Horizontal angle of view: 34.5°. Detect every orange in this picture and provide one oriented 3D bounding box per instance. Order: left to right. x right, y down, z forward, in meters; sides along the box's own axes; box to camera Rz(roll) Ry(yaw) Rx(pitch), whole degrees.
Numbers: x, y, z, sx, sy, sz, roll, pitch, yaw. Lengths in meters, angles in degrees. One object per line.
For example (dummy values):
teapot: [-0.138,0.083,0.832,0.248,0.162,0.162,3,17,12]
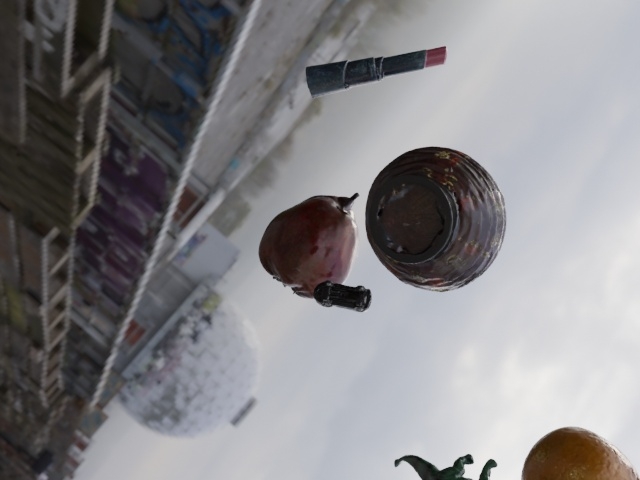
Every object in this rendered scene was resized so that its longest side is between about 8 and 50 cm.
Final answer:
orange: [0.455,0.434,1.809,0.193,0.219,0.219,-34,-179,1]

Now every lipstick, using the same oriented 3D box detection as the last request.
lipstick: [0.094,-0.286,1.700,0.234,0.053,0.053,-11,-171,11]

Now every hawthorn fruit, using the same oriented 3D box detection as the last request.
hawthorn fruit: [0.000,0.000,2.126,0.248,0.208,0.208,-49,-179,-1]

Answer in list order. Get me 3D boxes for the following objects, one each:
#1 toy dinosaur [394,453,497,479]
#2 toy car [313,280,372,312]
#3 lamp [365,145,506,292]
toy dinosaur: [0.233,0.404,1.723,0.120,0.079,0.292,-23,-153,-15]
toy car: [0.035,0.089,1.629,0.025,0.093,0.041,85,16,-60]
lamp: [0.186,-0.035,1.679,0.247,0.247,0.247,-49,-179,1]
